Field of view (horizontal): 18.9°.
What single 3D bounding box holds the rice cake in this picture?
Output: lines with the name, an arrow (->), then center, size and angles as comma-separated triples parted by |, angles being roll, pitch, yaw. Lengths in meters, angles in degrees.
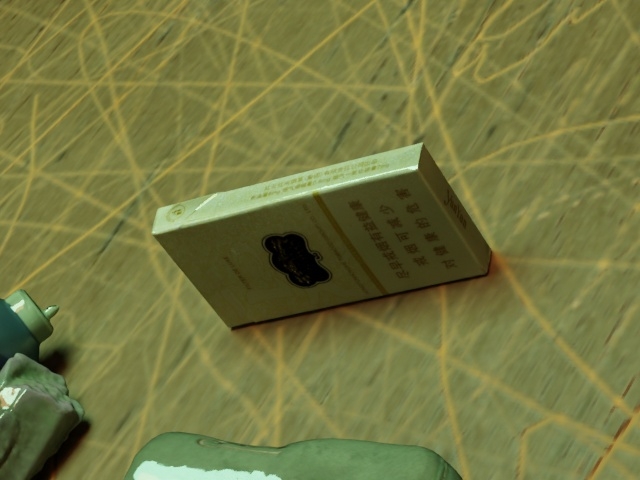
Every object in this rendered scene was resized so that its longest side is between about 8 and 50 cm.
rice cake -> -0.233, 0.175, 1.084 | 0.049, 0.055, 0.270 | 16, 63, 51

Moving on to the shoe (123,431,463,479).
shoe -> -0.052, 0.133, 0.938 | 0.251, 0.100, 0.103 | -21, 15, 26

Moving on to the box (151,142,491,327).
box -> 0.000, 0.000, 1.062 | 0.167, 0.090, 0.024 | -13, 44, 26

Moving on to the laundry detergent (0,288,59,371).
laundry detergent -> -0.242, 0.097, 1.145 | 0.206, 0.097, 0.061 | -38, 43, -9
